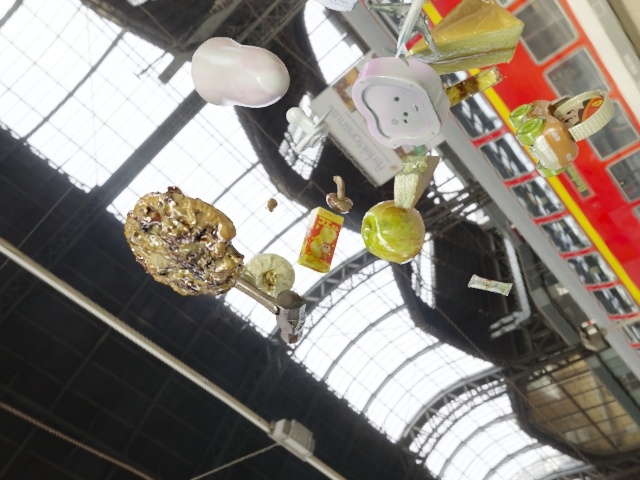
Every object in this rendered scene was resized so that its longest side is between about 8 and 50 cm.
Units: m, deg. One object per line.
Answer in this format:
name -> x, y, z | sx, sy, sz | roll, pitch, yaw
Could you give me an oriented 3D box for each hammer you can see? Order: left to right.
hammer -> -0.223, 0.203, 1.787 | 0.409, 0.242, 0.095 | 31, -123, 25

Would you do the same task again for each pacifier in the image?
pacifier -> -0.069, -0.541, 2.254 | 0.207, 0.279, 0.227 | 44, -135, -4

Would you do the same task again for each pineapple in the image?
pineapple -> 0.572, -0.573, 1.773 | 0.135, 0.233, 0.079 | -41, -72, -41

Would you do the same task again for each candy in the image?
candy -> 0.000, 0.000, 2.190 | 0.146, 0.088, 0.276 | 22, -107, -24

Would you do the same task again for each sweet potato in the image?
sweet potato -> -0.215, -0.149, 2.100 | 0.050, 0.050, 0.214 | 56, 168, -1

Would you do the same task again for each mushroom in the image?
mushroom -> 0.057, -0.137, 1.505 | 0.088, 0.073, 0.129 | 5, -121, -24

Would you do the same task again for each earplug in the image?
earplug -> -0.170, -0.385, 1.138 | 0.172, 0.172, 0.301 | 27, -177, -41

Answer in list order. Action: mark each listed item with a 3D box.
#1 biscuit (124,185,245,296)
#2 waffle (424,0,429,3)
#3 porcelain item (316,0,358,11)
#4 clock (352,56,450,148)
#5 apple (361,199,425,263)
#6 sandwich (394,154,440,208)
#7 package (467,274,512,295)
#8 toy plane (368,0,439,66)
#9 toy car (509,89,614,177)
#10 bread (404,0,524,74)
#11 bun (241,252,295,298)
biscuit -> -0.311, 0.025, 1.080 | 0.289, 0.334, 0.081 | 33, -132, -8
waffle -> 0.451, -1.059, 1.854 | 0.312, 0.307, 0.060 | 14, -125, -55
porcelain item -> 0.007, -0.786, 1.368 | 0.281, 0.157, 0.286 | 19, -170, -12
clock -> 0.265, -0.467, 1.660 | 0.338, 0.338, 0.102 | 41, -121, -25
apple -> 0.270, -0.029, 1.845 | 0.226, 0.246, 0.246 | -6, -117, -27
sandwich -> 0.314, -0.222, 1.598 | 0.244, 0.090, 0.088 | -59, -39, -24
package -> 0.420, 0.111, 1.194 | 0.015, 0.110, 0.037 | 45, -111, -38
toy plane -> 0.221, -0.539, 1.182 | 0.226, 0.058, 0.226 | 25, -107, -24
toy car -> 0.620, -0.297, 1.221 | 0.145, 0.235, 0.235 | 46, -149, -21
bread -> 0.498, -0.681, 1.757 | 0.245, 0.362, 0.233 | 51, -178, 16
bun -> -0.210, 0.153, 1.908 | 0.222, 0.222, 0.127 | 49, -170, -12
